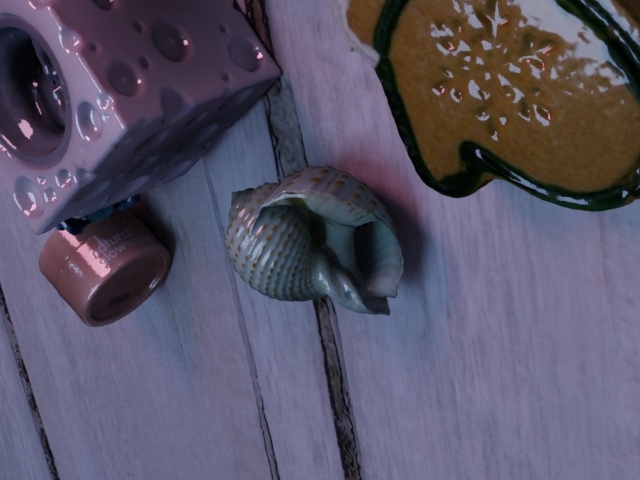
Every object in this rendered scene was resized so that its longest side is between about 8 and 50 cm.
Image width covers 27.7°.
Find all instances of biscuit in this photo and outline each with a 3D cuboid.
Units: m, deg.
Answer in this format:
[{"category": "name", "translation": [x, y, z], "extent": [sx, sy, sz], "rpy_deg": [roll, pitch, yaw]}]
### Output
[{"category": "biscuit", "translation": [0.145, -0.145, 1.116], "extent": [0.344, 0.057, 0.287], "rpy_deg": [42, 139, 8]}]

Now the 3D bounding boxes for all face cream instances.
[{"category": "face cream", "translation": [-0.289, 0.030, 1.744], "extent": [0.104, 0.149, 0.149], "rpy_deg": [46, 142, 19]}]

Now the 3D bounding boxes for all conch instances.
[{"category": "conch", "translation": [-0.002, -0.007, 1.387], "extent": [0.200, 0.131, 0.172], "rpy_deg": [26, 119, -16]}]

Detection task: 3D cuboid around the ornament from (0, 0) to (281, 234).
[{"category": "ornament", "translation": [-0.241, -0.190, 1.437], "extent": [0.239, 0.240, 0.240], "rpy_deg": [-39, 81, 45]}]

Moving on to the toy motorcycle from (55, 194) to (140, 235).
[{"category": "toy motorcycle", "translation": [-0.335, -0.136, 1.632], "extent": [0.260, 0.154, 0.206], "rpy_deg": [57, 161, 8]}]
